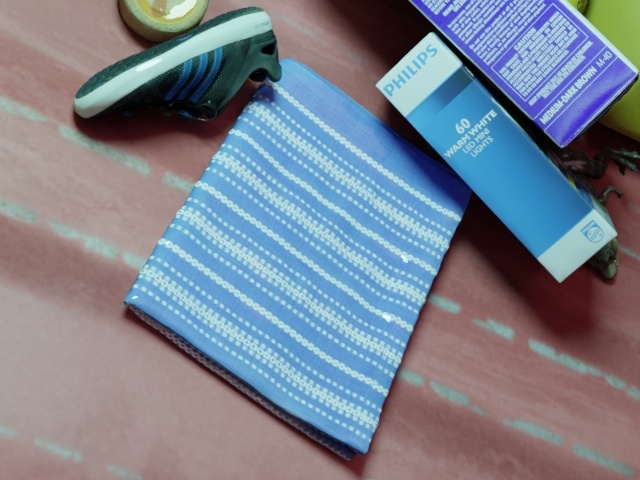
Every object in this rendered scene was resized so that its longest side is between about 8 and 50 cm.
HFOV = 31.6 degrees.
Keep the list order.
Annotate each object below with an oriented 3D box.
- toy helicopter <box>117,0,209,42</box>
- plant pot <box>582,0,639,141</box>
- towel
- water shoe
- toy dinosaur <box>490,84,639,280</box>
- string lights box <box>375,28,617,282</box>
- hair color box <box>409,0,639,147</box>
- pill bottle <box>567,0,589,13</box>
[{"bbox_3d":[-0.164,-0.359,1.046,0.235,0.140,0.355,-15,89,-22],"label":"toy helicopter"},{"bbox_3d":[0.433,-0.235,1.315,0.212,0.187,0.212,20,42,-23],"label":"plant pot"},{"bbox_3d":[0.000,0.000,1.017,0.243,0.040,0.336,36,50,-11],"label":"towel"},{"bbox_3d":[-0.116,-0.137,0.992,0.203,0.073,0.080,-31,111,-26],"label":"water shoe"},{"bbox_3d":[0.274,-0.091,1.241,0.118,0.064,0.268,-28,79,-34],"label":"toy dinosaur"},{"bbox_3d":[0.174,-0.088,1.123,0.260,0.077,0.133,47,15,-3],"label":"string lights box"},{"bbox_3d":[0.162,-0.246,1.136,0.339,0.110,0.185,47,16,6],"label":"hair color box"},{"bbox_3d":[0.256,-0.283,1.307,0.103,0.103,0.184,40,50,-8],"label":"pill bottle"}]
